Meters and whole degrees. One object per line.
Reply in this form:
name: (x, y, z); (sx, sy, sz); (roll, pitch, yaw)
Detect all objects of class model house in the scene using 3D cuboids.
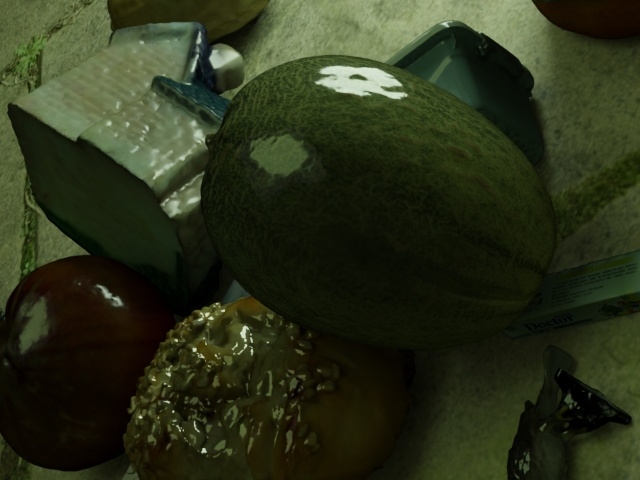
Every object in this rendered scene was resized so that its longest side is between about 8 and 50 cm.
model house: (-0.168, -0.110, 1.856); (0.298, 0.243, 0.284); (33, 62, 29)

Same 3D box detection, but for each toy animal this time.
toy animal: (0.194, 0.190, 1.340); (0.105, 0.070, 0.202); (7, 73, 62)

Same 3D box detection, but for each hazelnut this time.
hazelnut: (-0.274, 0.146, 1.763); (0.217, 0.217, 0.251); (46, 120, 53)

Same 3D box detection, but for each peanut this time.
peanut: (-0.183, -0.339, 2.080); (0.340, 0.158, 0.174); (-23, 69, 42)

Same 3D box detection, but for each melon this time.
melon: (0.049, -0.028, 1.388); (0.248, 0.329, 0.248); (-157, 90, -89)

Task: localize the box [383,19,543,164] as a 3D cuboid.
box: (0.106, -0.106, 1.574); (0.227, 0.162, 0.130); (-35, 51, 26)

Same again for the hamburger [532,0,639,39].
hamburger: (0.279, -0.375, 1.498); (0.330, 0.250, 0.330); (-29, 45, 33)

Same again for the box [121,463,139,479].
box: (-0.125, 0.348, 1.569); (0.353, 0.069, 0.214); (23, 81, 55)

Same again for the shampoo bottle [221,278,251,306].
shampoo bottle: (-0.029, -0.005, 1.737); (0.087, 0.049, 0.233); (25, 83, 50)

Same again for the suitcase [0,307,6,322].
suitcase: (-0.576, 0.146, 2.051); (0.312, 0.202, 0.128); (-45, 25, -26)

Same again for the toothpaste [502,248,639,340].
toothpaste: (0.234, 0.049, 1.408); (0.164, 0.034, 0.046); (-18, 51, 40)

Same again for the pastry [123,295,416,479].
pastry: (-0.064, 0.149, 1.518); (0.311, 0.162, 0.255); (-12, 35, 29)
